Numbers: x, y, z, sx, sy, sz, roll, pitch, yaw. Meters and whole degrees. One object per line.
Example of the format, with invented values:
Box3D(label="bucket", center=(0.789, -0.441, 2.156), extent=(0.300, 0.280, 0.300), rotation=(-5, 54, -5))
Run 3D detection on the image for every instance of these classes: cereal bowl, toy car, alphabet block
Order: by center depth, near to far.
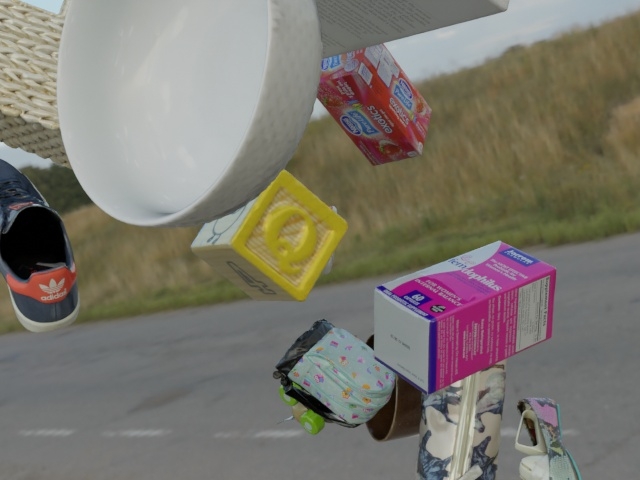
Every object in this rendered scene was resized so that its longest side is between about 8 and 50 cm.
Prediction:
Box3D(label="cereal bowl", center=(-0.120, -0.179, 1.018), extent=(0.339, 0.338, 0.141), rotation=(-12, -10, 42))
Box3D(label="alphabet block", center=(-0.100, -0.006, 1.911), extent=(0.197, 0.193, 0.192), rotation=(-7, 50, 60))
Box3D(label="toy car", center=(-0.028, 0.353, 2.192), extent=(0.155, 0.149, 0.188), rotation=(-35, -3, -36))

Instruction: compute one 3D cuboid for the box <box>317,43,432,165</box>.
Box3D(label="box", center=(0.104, -0.281, 1.970), extent=(0.123, 0.257, 0.128), rotation=(-9, 50, 36))

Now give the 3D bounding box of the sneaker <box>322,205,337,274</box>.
Box3D(label="sneaker", center=(0.000, 0.000, 2.100), extent=(0.065, 0.157, 0.061), rotation=(4, -28, 0))

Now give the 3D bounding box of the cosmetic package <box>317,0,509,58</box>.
Box3D(label="cosmetic package", center=(0.068, -0.433, 1.533), extent=(0.230, 0.161, 0.453), rotation=(26, -16, -35))

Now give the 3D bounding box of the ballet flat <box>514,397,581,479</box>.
Box3D(label="ballet flat", center=(0.326, 0.313, 1.445), extent=(0.079, 0.076, 0.221), rotation=(5, 33, -3))

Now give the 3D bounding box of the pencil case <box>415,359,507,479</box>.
Box3D(label="pencil case", center=(0.253, 0.271, 1.733), extent=(0.160, 0.410, 0.183), rotation=(6, 0, -10))

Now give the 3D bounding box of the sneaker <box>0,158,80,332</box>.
Box3D(label="sneaker", center=(-0.459, -0.032, 1.513), extent=(0.131, 0.350, 0.148), rotation=(-21, -32, -28))

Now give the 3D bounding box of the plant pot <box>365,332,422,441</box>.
Box3D(label="plant pot", center=(0.221, 0.292, 1.983), extent=(0.231, 0.215, 0.215), rotation=(2, -1, -17))

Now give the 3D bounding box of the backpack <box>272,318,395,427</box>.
Box3D(label="backpack", center=(0.032, 0.225, 1.660), extent=(0.152, 0.182, 0.115), rotation=(-40, -14, -48))

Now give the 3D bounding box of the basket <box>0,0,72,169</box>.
Box3D(label="basket", center=(-0.515, -0.312, 1.750), extent=(0.328, 0.266, 0.331), rotation=(19, -10, -8))

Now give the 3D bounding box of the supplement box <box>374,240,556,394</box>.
Box3D(label="supplement box", center=(0.189, 0.095, 1.280), extent=(0.220, 0.113, 0.111), rotation=(-18, 30, -31))
